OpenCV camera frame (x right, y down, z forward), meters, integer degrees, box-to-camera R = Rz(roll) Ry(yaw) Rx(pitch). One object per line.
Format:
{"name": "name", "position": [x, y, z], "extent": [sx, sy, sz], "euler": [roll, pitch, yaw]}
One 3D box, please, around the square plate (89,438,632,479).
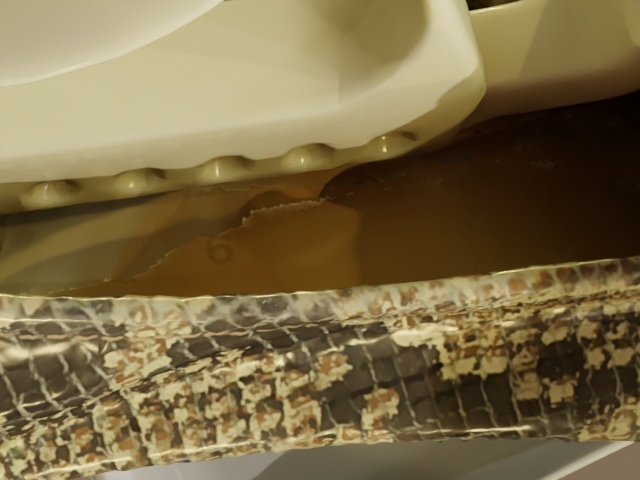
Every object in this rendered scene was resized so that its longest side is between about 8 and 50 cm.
{"name": "square plate", "position": [0.000, 0.000, 0.950], "extent": [0.347, 0.049, 0.344], "euler": [-30, -100, 13]}

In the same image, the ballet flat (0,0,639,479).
{"name": "ballet flat", "position": [0.025, -0.031, 0.447], "extent": [0.182, 0.482, 0.164], "euler": [96, -17, -52]}
